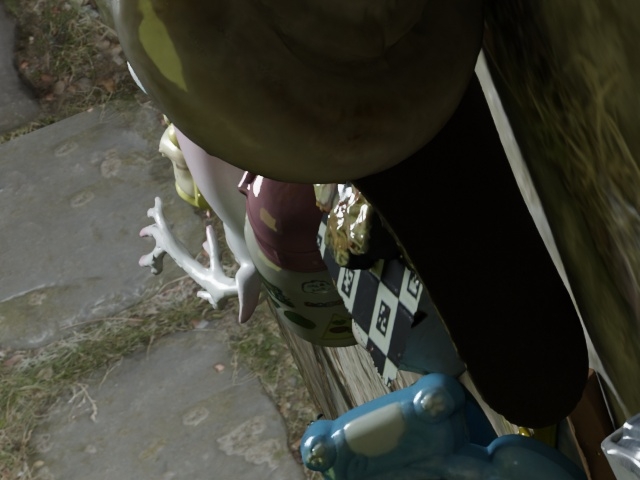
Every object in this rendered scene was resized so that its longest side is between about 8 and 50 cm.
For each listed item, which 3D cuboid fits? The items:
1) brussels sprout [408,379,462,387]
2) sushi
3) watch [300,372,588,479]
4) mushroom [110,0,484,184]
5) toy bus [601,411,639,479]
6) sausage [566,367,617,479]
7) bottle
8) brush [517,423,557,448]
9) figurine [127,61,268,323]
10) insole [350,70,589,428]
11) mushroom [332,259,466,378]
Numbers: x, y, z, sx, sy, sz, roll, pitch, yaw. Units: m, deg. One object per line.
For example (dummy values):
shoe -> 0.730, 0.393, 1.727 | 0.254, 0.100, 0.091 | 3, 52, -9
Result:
brussels sprout -> 0.100, 0.195, 1.696 | 0.139, 0.100, 0.181 | 51, 153, 11
sushi -> 0.024, -0.031, 1.340 | 0.210, 0.040, 0.192 | -119, 39, -59
watch -> 0.084, 0.180, 1.347 | 0.193, 0.211, 0.211 | -17, -95, -80
mushroom -> 0.010, -0.137, 0.974 | 0.206, 0.209, 0.206 | 47, -150, -38
toy bus -> 0.191, 0.124, 0.567 | 0.138, 0.097, 0.342 | 62, 175, -15
sausage -> 0.165, 0.129, 1.156 | 0.026, 0.026, 0.116 | -129, 17, -71
bottle -> 0.000, 0.000, 1.635 | 0.253, 0.120, 0.120 | 69, 177, -70
brush -> 0.155, 0.141, 1.374 | 0.218, 0.010, 0.082 | 80, 167, -59
figurine -> -0.069, -0.073, 1.873 | 0.284, 0.206, 0.315 | -132, 27, -58
insole -> 0.058, -0.043, 1.093 | 0.327, 0.111, 0.007 | 61, 155, -8
mushroom -> 0.065, 0.042, 1.422 | 0.108, 0.096, 0.247 | 45, -179, -9
